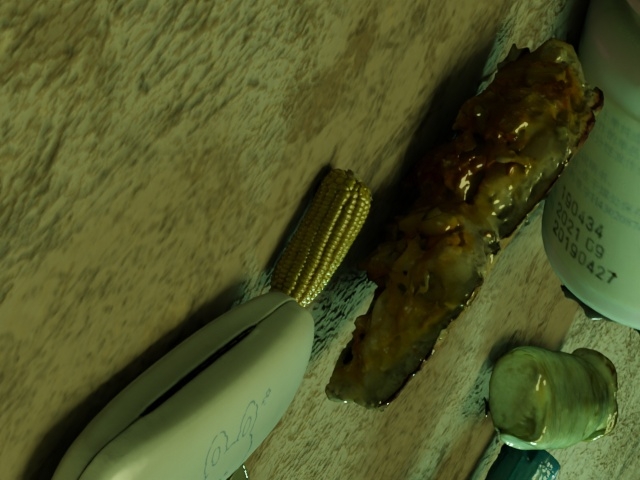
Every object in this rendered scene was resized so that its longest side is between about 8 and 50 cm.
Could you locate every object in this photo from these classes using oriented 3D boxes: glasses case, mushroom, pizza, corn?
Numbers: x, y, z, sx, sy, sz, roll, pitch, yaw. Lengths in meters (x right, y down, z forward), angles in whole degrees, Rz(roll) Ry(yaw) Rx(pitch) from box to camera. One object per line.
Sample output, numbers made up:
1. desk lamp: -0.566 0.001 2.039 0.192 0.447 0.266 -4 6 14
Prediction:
1. glasses case: -0.076 0.105 1.086 0.233 0.059 0.092 -38 150 -51
2. mushroom: 0.225 0.153 1.888 0.312 0.081 0.100 9 71 -69
3. pizza: 0.092 -0.018 1.317 0.305 0.085 0.161 -55 -179 -16
4. corn: 0.000 0.000 1.180 0.092 0.037 0.037 -58 160 -5

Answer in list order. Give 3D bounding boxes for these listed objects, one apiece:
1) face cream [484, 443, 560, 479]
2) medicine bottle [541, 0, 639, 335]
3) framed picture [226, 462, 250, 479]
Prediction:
1. face cream: 0.126 0.345 1.887 0.337 0.080 0.163 -58 159 -15
2. medicine bottle: 0.304 -0.113 1.541 0.213 0.213 0.379 -47 156 -37
3. framed picture: -0.100 0.250 1.291 0.201 0.010 0.136 -55 160 -22
